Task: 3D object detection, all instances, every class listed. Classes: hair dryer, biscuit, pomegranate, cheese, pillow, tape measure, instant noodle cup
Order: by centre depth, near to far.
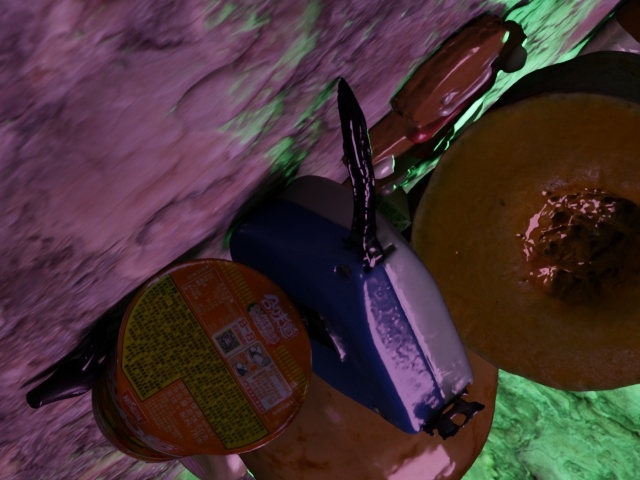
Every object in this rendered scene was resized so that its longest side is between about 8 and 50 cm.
[{"bbox_3d":[-0.193,0.094,1.237,0.079,0.031,0.083,-26,150,-58],"label":"hair dryer"},{"bbox_3d":[0.000,0.000,1.274,0.098,0.215,0.351,-39,130,-21],"label":"tape measure"},{"bbox_3d":[-0.117,0.118,1.313,0.168,0.168,0.185,-38,180,-28],"label":"instant noodle cup"},{"bbox_3d":[0.112,-0.122,1.480,0.216,0.047,0.339,-41,174,-16],"label":"biscuit"},{"bbox_3d":[0.038,0.140,1.740,0.342,0.342,0.342,-41,174,-5],"label":"pomegranate"},{"bbox_3d":[-0.118,0.257,1.862,0.064,0.227,0.137,-38,178,-28],"label":"cheese"},{"bbox_3d":[0.135,-0.048,1.935,0.183,0.043,0.280,-41,-172,46],"label":"biscuit"},{"bbox_3d":[0.428,-0.288,2.108,0.144,0.078,0.254,-22,162,-43],"label":"pillow"}]

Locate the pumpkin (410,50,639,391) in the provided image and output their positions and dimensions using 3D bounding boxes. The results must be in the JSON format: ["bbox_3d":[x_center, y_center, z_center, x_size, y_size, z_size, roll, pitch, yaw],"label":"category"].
[{"bbox_3d":[0.265,-0.032,1.540,0.332,0.332,0.199,-45,-169,30],"label":"pumpkin"}]

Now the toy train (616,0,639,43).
[{"bbox_3d":[0.412,-0.275,1.293,0.178,0.249,0.429,-36,172,-38],"label":"toy train"}]

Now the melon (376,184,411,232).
[{"bbox_3d":[0.035,0.000,1.944,0.262,0.053,0.114,-43,-167,48],"label":"melon"}]
